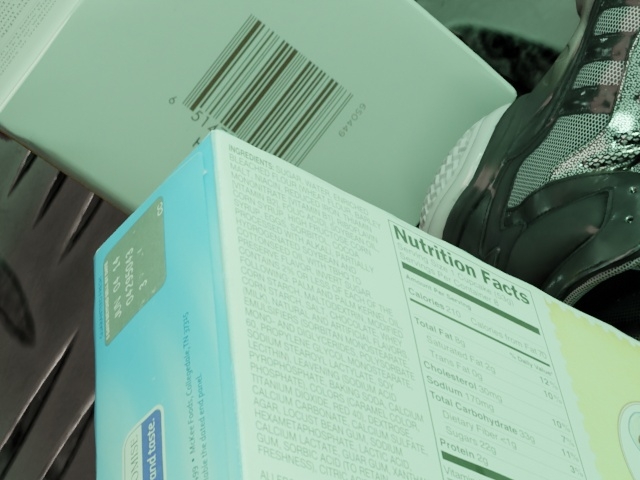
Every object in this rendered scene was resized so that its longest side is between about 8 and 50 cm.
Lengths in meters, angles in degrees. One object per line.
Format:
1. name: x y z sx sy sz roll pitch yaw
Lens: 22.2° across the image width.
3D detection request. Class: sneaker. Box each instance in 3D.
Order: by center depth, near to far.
1. sneaker: 0.150 -0.052 0.673 0.268 0.101 0.153 -58 32 20

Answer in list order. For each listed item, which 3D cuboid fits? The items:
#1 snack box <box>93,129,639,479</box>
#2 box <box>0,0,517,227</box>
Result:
1. snack box: 0.092 0.113 0.415 0.060 0.322 0.187 -44 35 31
2. box: -0.082 -0.120 0.914 0.168 0.215 0.345 -52 28 4
